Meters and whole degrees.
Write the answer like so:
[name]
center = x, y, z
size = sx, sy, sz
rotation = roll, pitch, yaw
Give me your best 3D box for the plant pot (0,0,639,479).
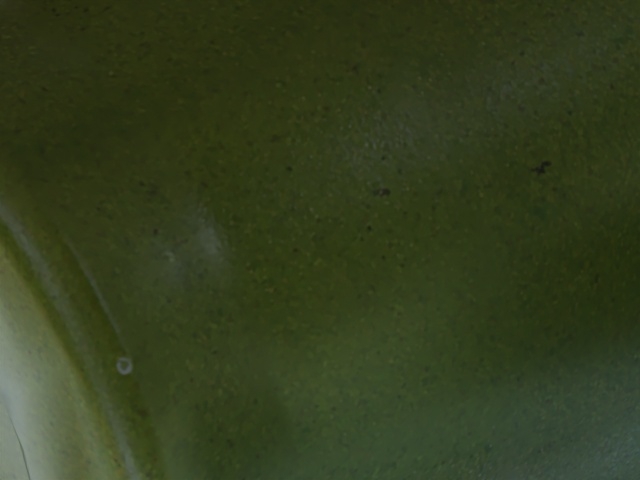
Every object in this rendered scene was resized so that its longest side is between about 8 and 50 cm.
[plant pot]
center = -0.001, -0.011, 0.637
size = 0.366, 0.367, 0.353
rotation = 21, -142, 40
